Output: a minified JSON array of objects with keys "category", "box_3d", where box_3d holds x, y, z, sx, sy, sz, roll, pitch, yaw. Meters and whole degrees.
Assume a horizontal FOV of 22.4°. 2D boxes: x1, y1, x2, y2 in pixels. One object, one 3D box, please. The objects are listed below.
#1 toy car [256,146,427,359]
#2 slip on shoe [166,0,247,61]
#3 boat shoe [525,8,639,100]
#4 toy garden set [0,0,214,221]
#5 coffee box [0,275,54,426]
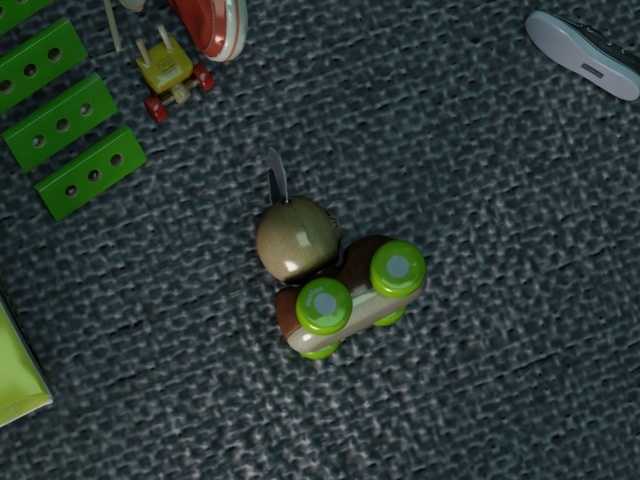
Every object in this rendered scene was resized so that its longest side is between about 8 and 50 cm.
[{"category":"toy car","box_3d":[0.000,0.000,1.549,0.149,0.155,0.188,-27,79,-10]},{"category":"slip on shoe","box_3d":[-0.179,-0.305,1.537,0.101,0.123,0.331,-31,86,-27]},{"category":"boat shoe","box_3d":[0.273,-0.196,1.653,0.142,0.049,0.040,33,63,-8]},{"category":"toy garden set","box_3d":[-0.225,-0.168,1.508,0.204,0.049,0.244,-36,131,-12]},{"category":"coffee box","box_3d":[-0.447,0.060,1.367,0.338,0.334,0.338,-28,92,-10]}]
